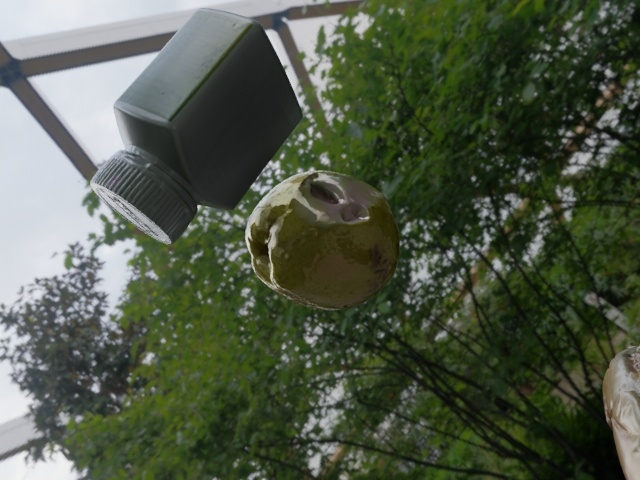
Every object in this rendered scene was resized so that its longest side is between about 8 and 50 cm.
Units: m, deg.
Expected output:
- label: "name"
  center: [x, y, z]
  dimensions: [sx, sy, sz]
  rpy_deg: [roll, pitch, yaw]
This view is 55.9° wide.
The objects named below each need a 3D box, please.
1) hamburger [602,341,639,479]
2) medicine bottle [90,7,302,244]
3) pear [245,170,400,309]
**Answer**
- label: "hamburger"
  center: [0.341, 0.183, 0.447]
  dimensions: [0.243, 0.286, 0.146]
  rpy_deg: [17, -60, -32]
- label: "medicine bottle"
  center: [-0.112, -0.096, 0.548]
  dimensions: [0.188, 0.088, 0.132]
  rpy_deg: [-55, -31, -18]
- label: "pear"
  center: [0.000, 0.000, 0.702]
  dimensions: [0.178, 0.178, 0.178]
  rpy_deg: [-44, -21, -21]
